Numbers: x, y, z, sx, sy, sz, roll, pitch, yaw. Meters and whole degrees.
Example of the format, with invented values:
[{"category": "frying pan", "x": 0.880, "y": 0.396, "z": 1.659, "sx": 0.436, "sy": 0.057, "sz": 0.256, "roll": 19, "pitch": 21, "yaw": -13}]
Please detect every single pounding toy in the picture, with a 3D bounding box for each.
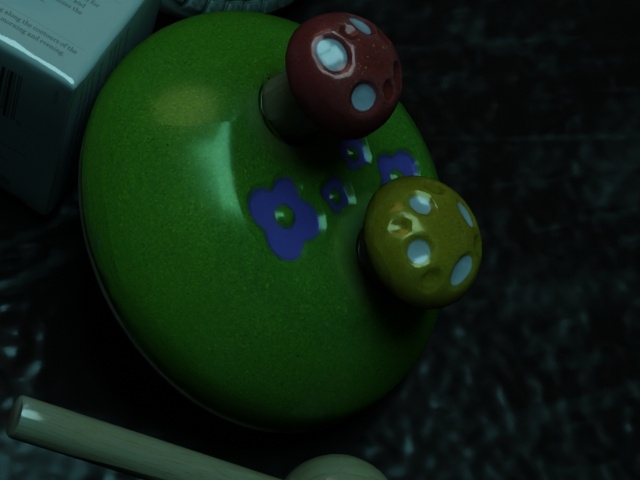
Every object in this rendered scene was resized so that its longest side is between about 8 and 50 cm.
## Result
[{"category": "pounding toy", "x": 0.000, "y": 0.000, "z": 0.796, "sx": 0.183, "sy": 0.110, "sz": 0.237, "roll": 31, "pitch": 55, "yaw": -27}]

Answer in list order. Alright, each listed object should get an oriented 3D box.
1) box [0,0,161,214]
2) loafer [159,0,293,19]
[{"category": "box", "x": -0.133, "y": -0.087, "z": 0.853, "sx": 0.101, "sy": 0.102, "sz": 0.087, "roll": 29, "pitch": 56, "yaw": 3}, {"category": "loafer", "x": -0.022, "y": -0.183, "z": 0.973, "sx": 0.087, "sy": 0.094, "sz": 0.251, "roll": 24, "pitch": 39, "yaw": 29}]
